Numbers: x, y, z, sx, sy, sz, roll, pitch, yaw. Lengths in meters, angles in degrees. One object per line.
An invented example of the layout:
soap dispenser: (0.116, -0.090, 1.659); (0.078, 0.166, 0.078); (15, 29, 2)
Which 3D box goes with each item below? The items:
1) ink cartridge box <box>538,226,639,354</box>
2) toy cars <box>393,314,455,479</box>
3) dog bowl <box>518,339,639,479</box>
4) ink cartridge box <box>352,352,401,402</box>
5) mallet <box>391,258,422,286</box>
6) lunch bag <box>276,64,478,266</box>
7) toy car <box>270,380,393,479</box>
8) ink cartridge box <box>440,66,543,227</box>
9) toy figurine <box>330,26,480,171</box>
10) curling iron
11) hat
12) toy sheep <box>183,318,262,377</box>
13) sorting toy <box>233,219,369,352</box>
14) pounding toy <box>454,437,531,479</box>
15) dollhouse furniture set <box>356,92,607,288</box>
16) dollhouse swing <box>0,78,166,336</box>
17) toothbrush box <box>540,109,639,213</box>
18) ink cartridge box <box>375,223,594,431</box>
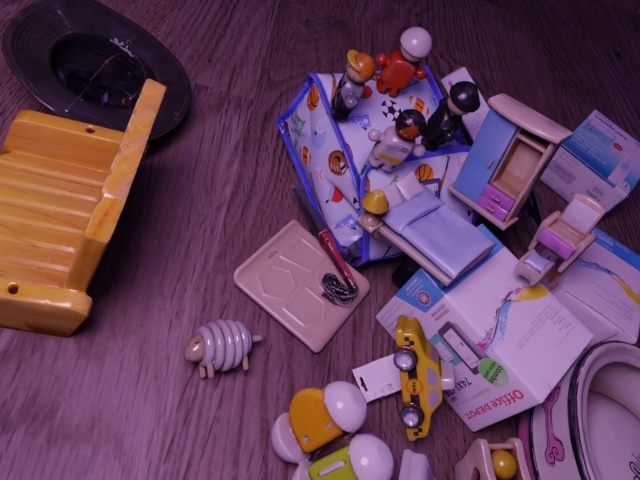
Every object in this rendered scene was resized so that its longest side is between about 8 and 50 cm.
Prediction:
ink cartridge box: (0.544, 0.114, 0.996); (0.168, 0.171, 0.232); (36, 52, 6)
toy cars: (0.162, 0.304, 0.699); (0.087, 0.176, 0.393); (-6, 57, 16)
dog bowl: (0.505, 0.382, 0.776); (0.408, 0.150, 0.407); (16, 55, -23)
ink cartridge box: (0.112, 0.243, 0.835); (0.115, 0.029, 0.062); (-12, 63, -26)
mallet: (0.233, 0.046, 0.996); (0.190, 0.062, 0.039); (-19, 66, -31)
lunch bag: (0.141, -0.159, 1.005); (0.328, 0.239, 0.385); (-14, 78, -28)
toy car: (0.028, 0.305, 0.706); (0.136, 0.159, 0.182); (18, 40, -57)
ink cartridge box: (0.404, -0.182, 1.094); (0.324, 0.072, 0.330); (38, 33, -52)
toy figurine: (0.144, -0.248, 0.828); (0.210, 0.148, 0.213); (-28, 78, -29)
curling iron: (0.000, 0.000, 0.910); (0.068, 0.035, 0.273); (-8, 64, -29)
hat: (-0.441, -0.314, 0.947); (0.332, 0.134, 0.331); (15, 62, -30)
toy sheep: (-0.154, 0.169, 0.754); (0.132, 0.091, 0.091); (-2, 57, -38)
sorting toy: (-0.031, 0.082, 0.892); (0.208, 0.038, 0.193); (42, 53, 5)
pounding toy: (0.256, 0.430, 0.679); (0.155, 0.154, 0.269); (6, 55, -17)
dollhouse furniture set: (0.257, -0.057, 0.739); (0.303, 0.198, 0.286); (-27, 57, -33)
dollhouse swing: (-0.416, -0.087, 0.692); (0.315, 0.305, 0.346); (13, 54, -13)
toothbrush box: (0.783, -0.219, 1.348); (0.216, 0.126, 0.296); (45, 52, 13)
ink cartridge box: (0.285, 0.155, 0.853); (0.197, 0.198, 0.270); (-29, 70, -34)
